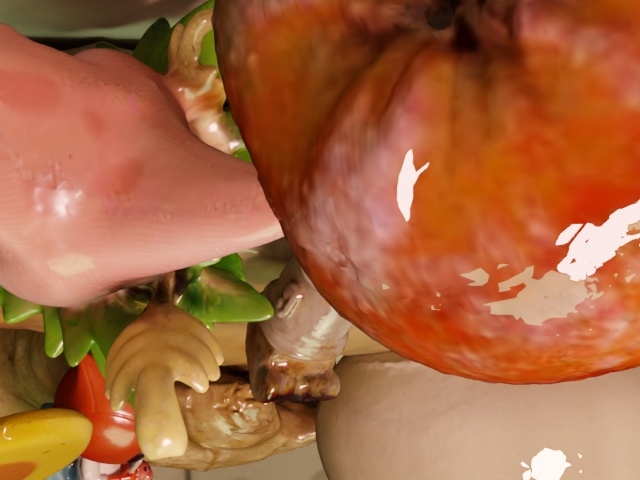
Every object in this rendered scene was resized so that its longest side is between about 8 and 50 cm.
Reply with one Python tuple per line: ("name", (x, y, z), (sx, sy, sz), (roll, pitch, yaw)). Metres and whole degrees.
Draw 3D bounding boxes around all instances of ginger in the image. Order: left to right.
("ginger", (-0.179, 0.094, 1.221), (0.375, 0.166, 0.236), (-10, -163, -18))

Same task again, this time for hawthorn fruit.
("hawthorn fruit", (0.060, -0.041, 0.519), (0.173, 0.173, 0.173), (-5, 171, -1))

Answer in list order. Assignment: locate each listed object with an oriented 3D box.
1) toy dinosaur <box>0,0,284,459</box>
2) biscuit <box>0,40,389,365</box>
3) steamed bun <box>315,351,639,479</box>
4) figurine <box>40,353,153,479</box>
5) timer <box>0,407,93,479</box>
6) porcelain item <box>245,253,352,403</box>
("toy dinosaur", (-0.082, -0.042, 0.624), (0.194, 0.152, 0.177), (34, 177, 15))
("biscuit", (0.000, 0.001, 0.934), (0.429, 0.104, 0.446), (-1, 170, -21))
("steamed bun", (0.114, 0.128, 1.109), (0.232, 0.145, 0.232), (-5, 177, 0))
("figurine", (-0.125, 0.108, 1.100), (0.075, 0.068, 0.140), (5, 139, -7))
("timer", (-0.309, 0.148, 0.900), (0.376, 0.376, 0.387), (-6, 165, 8))
("porcelain item", (0.031, -0.018, 0.692), (0.084, 0.054, 0.213), (3, 140, -34))
